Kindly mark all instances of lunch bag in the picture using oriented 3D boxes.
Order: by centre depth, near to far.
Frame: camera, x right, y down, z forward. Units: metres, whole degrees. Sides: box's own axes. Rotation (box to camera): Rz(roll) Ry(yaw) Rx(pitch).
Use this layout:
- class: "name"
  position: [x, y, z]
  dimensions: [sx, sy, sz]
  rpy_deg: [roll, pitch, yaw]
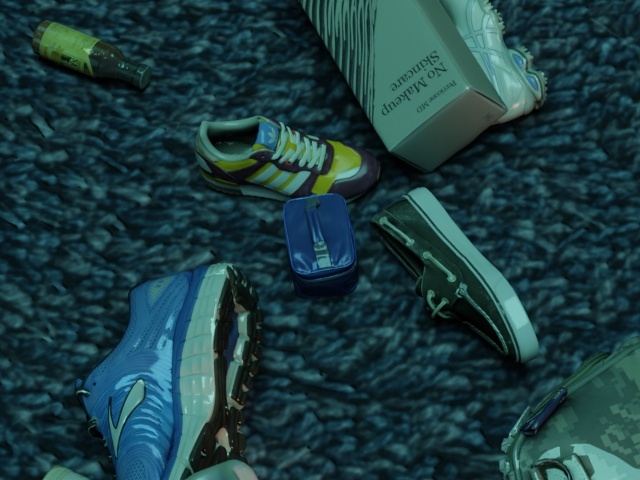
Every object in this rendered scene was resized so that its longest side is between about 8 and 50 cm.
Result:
- class: "lunch bag"
  position: [0.269, 0.217, 1.560]
  dimensions: [0.256, 0.305, 0.213]
  rpy_deg: [-21, 62, -10]
- class: "lunch bag"
  position: [0.000, 0.000, 1.828]
  dimensions: [0.067, 0.065, 0.098]
  rpy_deg: [-10, 62, -3]

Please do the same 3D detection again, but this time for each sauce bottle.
- class: "sauce bottle"
  position: [-0.238, -0.191, 1.957]
  dimensions: [0.128, 0.042, 0.042]
  rpy_deg: [22, 64, 16]

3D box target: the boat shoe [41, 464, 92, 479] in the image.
- class: "boat shoe"
  position: [-0.247, 0.282, 1.684]
  dimensions: [0.059, 0.063, 0.170]
  rpy_deg: [15, 62, 17]

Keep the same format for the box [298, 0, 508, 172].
- class: "box"
  position: [0.068, -0.212, 1.906]
  dimensions: [0.113, 0.094, 0.275]
  rpy_deg: [-39, 61, 16]

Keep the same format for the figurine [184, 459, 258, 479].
- class: "figurine"
  position: [-0.102, 0.325, 1.592]
  dimensions: [0.215, 0.209, 0.092]
  rpy_deg: [-34, 29, -15]

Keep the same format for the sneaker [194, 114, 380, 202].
- class: "sneaker"
  position: [-0.034, -0.082, 1.864]
  dimensions: [0.185, 0.084, 0.070]
  rpy_deg: [2, 61, 4]

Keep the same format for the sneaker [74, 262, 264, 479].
- class: "sneaker"
  position: [-0.149, 0.182, 1.718]
  dimensions: [0.147, 0.130, 0.330]
  rpy_deg: [-3, 63, 25]

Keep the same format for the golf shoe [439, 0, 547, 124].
- class: "golf shoe"
  position: [0.156, -0.194, 1.930]
  dimensions: [0.086, 0.069, 0.176]
  rpy_deg: [-30, 63, -7]

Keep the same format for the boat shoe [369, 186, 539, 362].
- class: "boat shoe"
  position: [0.126, 0.044, 1.796]
  dimensions: [0.070, 0.078, 0.219]
  rpy_deg: [-29, 56, -14]
